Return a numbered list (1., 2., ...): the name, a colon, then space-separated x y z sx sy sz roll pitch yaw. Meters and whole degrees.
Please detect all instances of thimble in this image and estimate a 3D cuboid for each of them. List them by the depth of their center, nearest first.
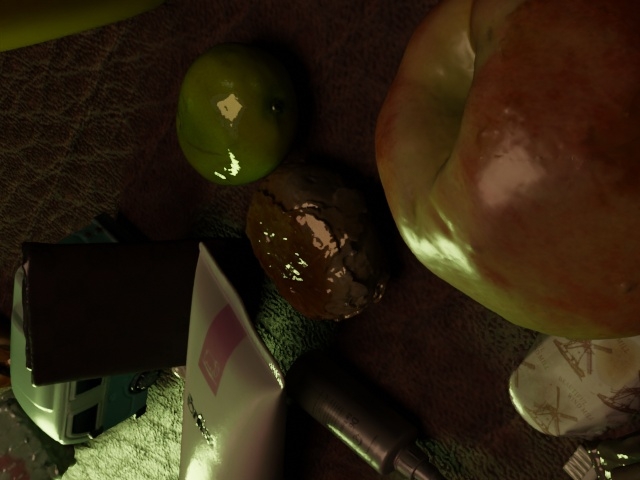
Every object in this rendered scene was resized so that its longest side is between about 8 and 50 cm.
1. thimble: -0.464 0.310 1.569 0.211 0.185 0.149 -24 97 37

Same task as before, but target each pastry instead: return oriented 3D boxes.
1. pastry: -0.005 0.002 0.950 0.153 0.081 0.153 25 133 31

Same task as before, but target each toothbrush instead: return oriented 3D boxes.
1. toothbrush: 0.183 0.286 0.970 0.030 0.025 0.342 46 140 27

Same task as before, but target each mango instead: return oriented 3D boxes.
1. mango: -0.074 -0.108 0.960 0.117 0.089 0.163 46 152 11

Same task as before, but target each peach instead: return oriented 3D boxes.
1. peach: 0.169 -0.049 0.638 0.232 0.256 0.232 -41 40 47

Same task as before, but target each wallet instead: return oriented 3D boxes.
1. wallet: -0.190 0.070 1.102 0.049 0.229 0.182 -113 25 -49

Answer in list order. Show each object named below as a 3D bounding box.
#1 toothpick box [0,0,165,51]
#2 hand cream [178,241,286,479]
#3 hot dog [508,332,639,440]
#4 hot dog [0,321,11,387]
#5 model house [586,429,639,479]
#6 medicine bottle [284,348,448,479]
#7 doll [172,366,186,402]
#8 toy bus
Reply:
1. toothpick box: -0.266 -0.253 0.920 0.175 0.271 0.175 26 131 35
2. hand cream: -0.090 0.184 1.101 0.359 0.118 0.185 96 151 -45
3. hot dog: 0.209 0.083 0.793 0.099 0.053 0.192 45 137 16
4. hot dog: -0.543 0.150 1.644 0.269 0.072 0.109 20 125 37
5. model house: 0.284 0.197 0.728 0.229 0.122 0.188 58 144 -2
6. medicine bottle: 0.051 0.182 1.023 0.199 0.057 0.058 37 136 26
7. doll: -0.153 0.163 1.252 0.058 0.040 0.085 6 118 57
8. toy bus: -0.283 0.122 1.263 0.133 0.164 0.271 40 137 23
